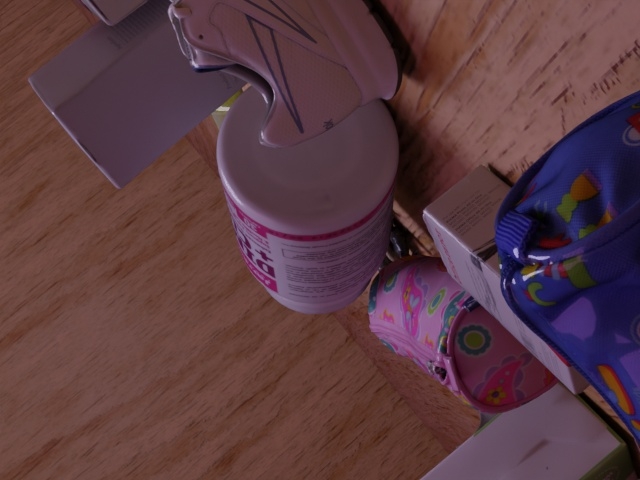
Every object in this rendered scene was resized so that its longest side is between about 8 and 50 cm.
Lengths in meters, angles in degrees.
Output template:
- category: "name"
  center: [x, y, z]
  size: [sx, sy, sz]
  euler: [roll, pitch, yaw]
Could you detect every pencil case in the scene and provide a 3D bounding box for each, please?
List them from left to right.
- category: "pencil case"
  center: [0.131, 0.083, 0.991]
  size: [0.124, 0.124, 0.284]
  euler: [52, 175, -12]
- category: "pencil case"
  center: [0.198, 0.078, 0.454]
  size: [0.306, 0.133, 0.119]
  euler: [53, 178, -12]

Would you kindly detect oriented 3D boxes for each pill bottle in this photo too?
- category: "pill bottle"
  center: [-0.008, -0.032, 0.992]
  size: [0.160, 0.160, 0.283]
  euler: [48, 167, 18]

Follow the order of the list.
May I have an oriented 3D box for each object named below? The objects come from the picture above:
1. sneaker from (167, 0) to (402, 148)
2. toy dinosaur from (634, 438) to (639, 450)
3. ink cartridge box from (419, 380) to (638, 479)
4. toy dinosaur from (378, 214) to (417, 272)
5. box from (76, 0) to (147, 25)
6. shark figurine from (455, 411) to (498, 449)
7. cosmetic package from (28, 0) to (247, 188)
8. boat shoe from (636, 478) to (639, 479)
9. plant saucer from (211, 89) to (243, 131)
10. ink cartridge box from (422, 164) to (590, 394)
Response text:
- category: "sneaker"
  center: [-0.066, -0.197, 0.726]
  size: [0.297, 0.129, 0.111]
  euler: [53, 175, -9]
- category: "toy dinosaur"
  center: [0.223, 0.101, 0.564]
  size: [0.183, 0.092, 0.053]
  euler: [53, 178, 3]
- category: "ink cartridge box"
  center: [0.250, 0.320, 1.123]
  size: [0.119, 0.207, 0.353]
  euler: [47, 174, 40]
- category: "toy dinosaur"
  center: [0.089, 0.022, 1.210]
  size: [0.268, 0.064, 0.118]
  euler: [52, -170, -38]
- category: "box"
  center: [-0.206, -0.312, 0.946]
  size: [0.127, 0.148, 0.232]
  euler: [54, 173, -34]
- category: "shark figurine"
  center: [0.196, 0.206, 1.290]
  size: [0.278, 0.116, 0.166]
  euler: [51, 173, -22]
- category: "cosmetic package"
  center: [-0.148, -0.172, 0.965]
  size: [0.085, 0.231, 0.117]
  euler: [44, 171, 45]
- category: "boat shoe"
  center: [0.347, 0.273, 0.930]
  size: [0.142, 0.049, 0.040]
  euler: [43, 167, 7]
- category: "plant saucer"
  center: [-0.126, -0.200, 1.227]
  size: [0.188, 0.045, 0.188]
  euler: [79, 170, -76]
- category: "ink cartridge box"
  center: [0.156, 0.027, 0.759]
  size: [0.150, 0.063, 0.109]
  euler: [46, 173, 36]
